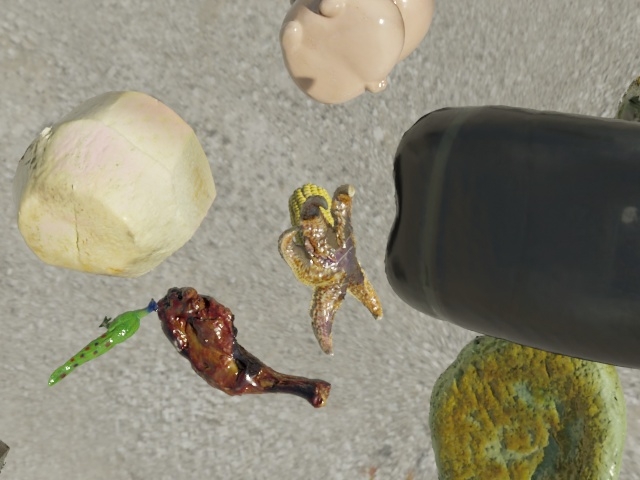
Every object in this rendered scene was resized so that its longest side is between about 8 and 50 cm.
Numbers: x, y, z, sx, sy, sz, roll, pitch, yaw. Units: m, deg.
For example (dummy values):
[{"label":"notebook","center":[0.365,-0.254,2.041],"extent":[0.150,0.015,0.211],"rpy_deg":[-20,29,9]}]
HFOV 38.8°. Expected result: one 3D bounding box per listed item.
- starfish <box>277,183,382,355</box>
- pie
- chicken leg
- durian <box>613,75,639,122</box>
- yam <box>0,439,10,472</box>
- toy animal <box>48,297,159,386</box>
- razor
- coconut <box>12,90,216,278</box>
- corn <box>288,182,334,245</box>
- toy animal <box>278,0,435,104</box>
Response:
[{"label":"starfish","center":[0.018,0.040,1.248],"extent":[0.071,0.238,0.216],"rpy_deg":[14,72,46]},{"label":"pie","center":[0.284,0.266,1.267],"extent":[0.323,0.070,0.323],"rpy_deg":[-10,75,41]},{"label":"chicken leg","center":[-0.163,0.234,1.828],"extent":[0.407,0.096,0.158],"rpy_deg":[32,111,13]},{"label":"durian","center":[0.375,-0.069,0.994],"extent":[0.137,0.237,0.193],"rpy_deg":[22,126,10]},{"label":"yam","center":[-0.472,0.217,1.043],"extent":[0.238,0.128,0.129],"rpy_deg":[42,103,1]},{"label":"toy animal","center":[-0.366,0.165,1.518],"extent":[0.217,0.075,0.041],"rpy_deg":[-35,113,-12]},{"label":"razor","center":[0.213,-0.006,0.753],"extent":[0.349,0.113,0.204],"rpy_deg":[10,104,39]},{"label":"coconut","center":[-0.237,-0.060,1.045],"extent":[0.197,0.237,0.237],"rpy_deg":[41,89,-13]},{"label":"corn","center":[0.000,0.000,1.748],"extent":[0.093,0.093,0.244],"rpy_deg":[-21,55,6]},{"label":"toy animal","center":[0.052,-0.298,1.224],"extent":[0.210,0.229,0.221],"rpy_deg":[-32,54,37]}]
